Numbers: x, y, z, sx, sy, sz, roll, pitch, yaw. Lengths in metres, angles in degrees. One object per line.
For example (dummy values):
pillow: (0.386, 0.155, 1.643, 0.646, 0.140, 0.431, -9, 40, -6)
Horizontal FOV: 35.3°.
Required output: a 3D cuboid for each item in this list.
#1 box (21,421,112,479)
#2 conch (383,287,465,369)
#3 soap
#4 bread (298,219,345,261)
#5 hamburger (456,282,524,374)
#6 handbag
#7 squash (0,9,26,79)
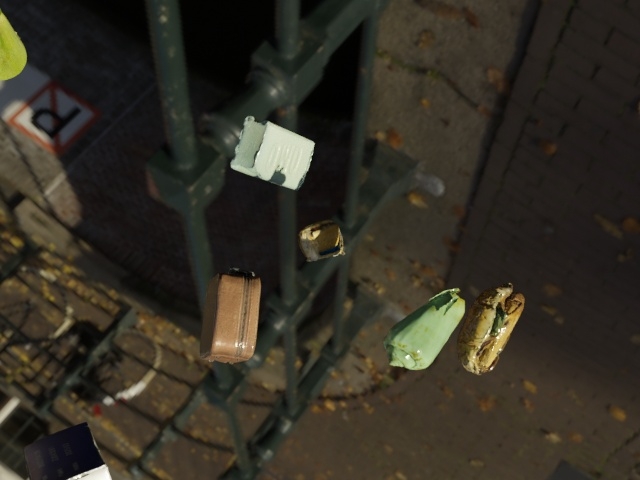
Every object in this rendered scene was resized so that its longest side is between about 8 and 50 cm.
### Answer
box: (-0.313, 0.432, 1.413, 0.200, 0.106, 0.299, 20, 128, 68)
conch: (0.180, 0.154, 1.675, 0.079, 0.170, 0.106, 44, 171, 36)
soap: (-0.095, -0.176, 2.057, 0.063, 0.115, 0.198, 18, -177, 29)
bread: (0.000, 0.000, 1.905, 0.053, 0.106, 0.072, -9, 93, 31)
hamburger: (0.290, 0.139, 1.754, 0.087, 0.176, 0.102, 28, 169, 21)
handbag: (-0.147, 0.121, 1.624, 0.072, 0.151, 0.193, 7, 168, -10)
squash: (-0.555, -0.354, 1.697, 0.075, 0.090, 0.200, 59, 164, 16)
